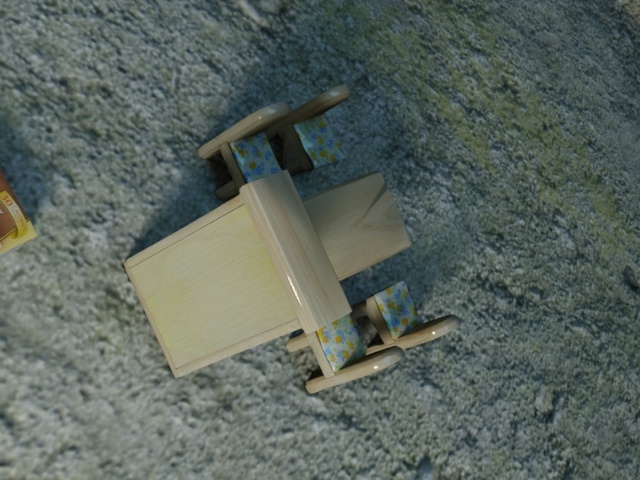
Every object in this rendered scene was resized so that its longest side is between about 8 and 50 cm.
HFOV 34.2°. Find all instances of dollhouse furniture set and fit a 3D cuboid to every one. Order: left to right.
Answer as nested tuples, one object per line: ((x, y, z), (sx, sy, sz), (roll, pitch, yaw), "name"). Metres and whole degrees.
((0.000, 0.000, 1.298), (0.394, 0.256, 0.362), (-24, 89, -46), "dollhouse furniture set")

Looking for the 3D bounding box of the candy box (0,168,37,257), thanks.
((-0.399, -0.011, 1.074), (0.187, 0.053, 0.109), (-33, 94, -47), "candy box")
